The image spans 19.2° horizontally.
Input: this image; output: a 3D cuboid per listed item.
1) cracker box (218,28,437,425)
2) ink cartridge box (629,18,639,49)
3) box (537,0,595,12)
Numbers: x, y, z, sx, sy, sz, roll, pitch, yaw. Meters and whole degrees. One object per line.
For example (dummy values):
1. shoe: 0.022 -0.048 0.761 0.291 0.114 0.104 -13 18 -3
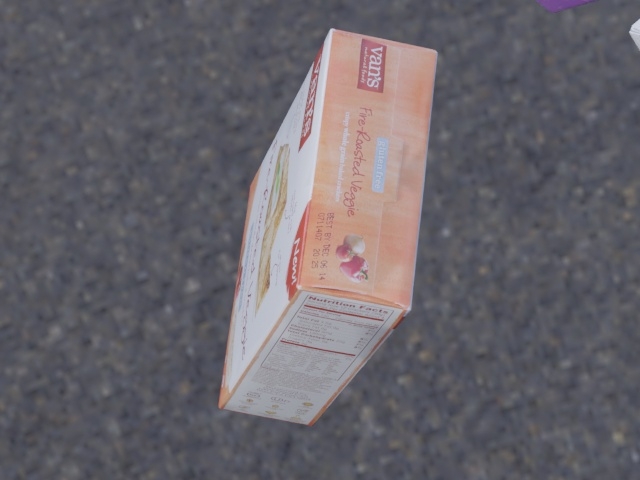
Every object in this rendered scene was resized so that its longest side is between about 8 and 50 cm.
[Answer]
1. cracker box: 0.000 0.000 1.102 0.067 0.232 0.156 12 66 -10
2. ink cartridge box: 0.399 -0.097 1.353 0.198 0.270 0.197 -40 24 -9
3. box: 0.169 -0.269 0.858 0.201 0.057 0.293 -12 73 27
